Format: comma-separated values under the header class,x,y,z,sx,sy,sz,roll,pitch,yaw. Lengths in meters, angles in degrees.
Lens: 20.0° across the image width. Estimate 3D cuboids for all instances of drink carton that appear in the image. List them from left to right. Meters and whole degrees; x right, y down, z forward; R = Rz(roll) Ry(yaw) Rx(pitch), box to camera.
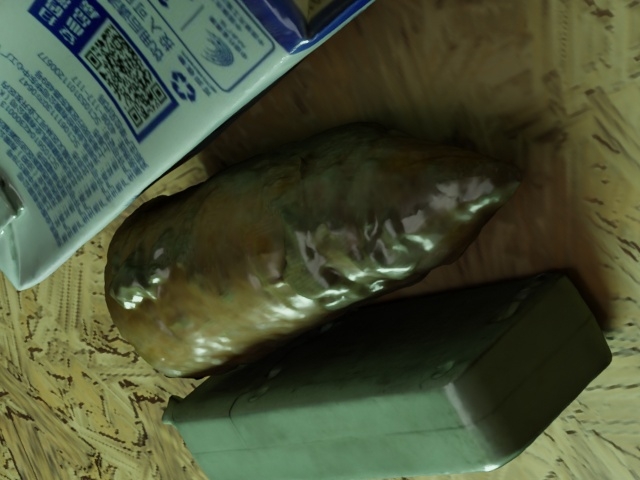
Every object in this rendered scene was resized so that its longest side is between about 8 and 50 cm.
class,x,y,z,sx,sy,sz,roll,pitch,yaw
drink carton,-0.068,-0.093,0.762,0.106,0.130,0.315,51,148,-3

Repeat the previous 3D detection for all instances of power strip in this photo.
class,x,y,z,sx,sy,sz,roll,pitch,yaw
power strip,0.011,0.073,0.877,0.288,0.093,0.053,-14,112,54

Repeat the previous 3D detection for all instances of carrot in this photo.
class,x,y,z,sx,sy,sz,roll,pitch,yaw
carrot,0.000,0.000,0.819,0.263,0.102,0.102,-18,110,53
